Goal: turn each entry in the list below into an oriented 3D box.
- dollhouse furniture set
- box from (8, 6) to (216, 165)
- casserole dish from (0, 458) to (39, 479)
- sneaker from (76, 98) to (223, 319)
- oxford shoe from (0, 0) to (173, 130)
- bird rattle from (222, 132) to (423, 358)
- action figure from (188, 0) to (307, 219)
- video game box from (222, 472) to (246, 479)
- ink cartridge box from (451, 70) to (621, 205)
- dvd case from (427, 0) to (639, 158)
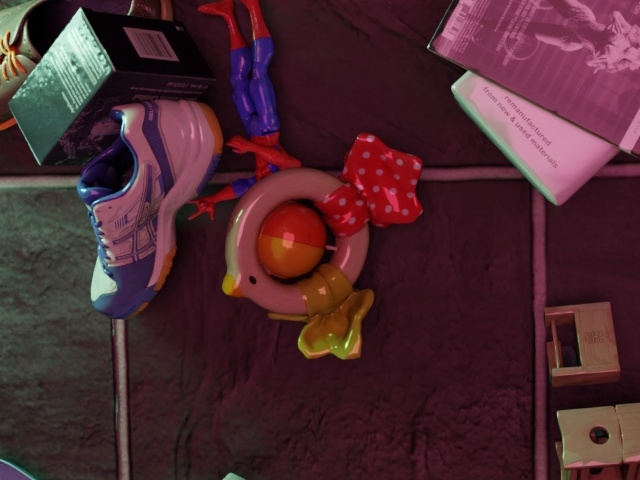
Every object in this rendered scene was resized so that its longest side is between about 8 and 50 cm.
[{"bbox_3d":[0.325,0.178,1.439,0.128,0.129,0.184,-6,64,7],"label":"dollhouse furniture set"},{"bbox_3d":[-0.228,-0.163,1.412,0.158,0.156,0.093,-44,66,31],"label":"box"},{"bbox_3d":[-0.361,0.339,1.556,0.188,0.037,0.114,33,97,3],"label":"casserole dish"},{"bbox_3d":[-0.221,-0.038,1.426,0.112,0.131,0.296,55,130,42],"label":"sneaker"},{"bbox_3d":[-0.352,-0.216,1.467,0.363,0.133,0.130,-26,91,8],"label":"oxford shoe"},{"bbox_3d":[0.000,0.000,1.408,0.206,0.143,0.254,12,106,-27],"label":"bird rattle"},{"bbox_3d":[-0.097,-0.133,1.445,0.139,0.091,0.281,-20,94,-37],"label":"action figure"},{"bbox_3d":[-0.149,0.382,1.459,0.048,0.187,0.205,26,96,4],"label":"video game box"},{"bbox_3d":[0.328,-0.224,1.314,0.384,0.279,0.160,-42,87,7],"label":"ink cartridge box"},{"bbox_3d":[0.234,-0.198,1.178,0.221,0.018,0.165,29,95,7],"label":"dvd case"}]
